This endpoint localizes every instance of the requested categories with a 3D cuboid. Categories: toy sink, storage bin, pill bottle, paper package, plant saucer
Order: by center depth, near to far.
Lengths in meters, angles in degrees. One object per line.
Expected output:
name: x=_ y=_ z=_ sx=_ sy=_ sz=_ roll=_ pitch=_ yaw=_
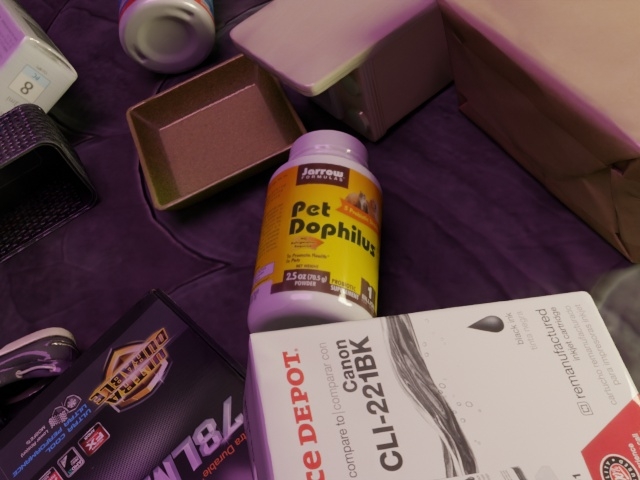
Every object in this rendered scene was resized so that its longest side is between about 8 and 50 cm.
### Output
paper package: x=0.327 y=-0.195 z=0.772 sx=0.325 sy=0.168 sz=0.309 roll=-33 pitch=52 yaw=-7
pill bottle: x=0.000 y=0.000 z=0.776 sx=0.117 sy=0.117 sz=0.214 roll=-5 pitch=55 yaw=16
toy sink: x=0.043 y=-0.215 z=0.908 sx=0.234 sy=0.131 sz=0.153 roll=-38 pitch=52 yaw=-16
storage bin: x=-0.374 y=-0.061 z=0.946 sx=0.180 sy=0.122 sz=0.084 roll=-33 pitch=52 yaw=-6
plant saucer: x=-0.121 y=-0.125 z=0.954 sx=0.188 sy=0.045 sz=0.188 roll=-26 pitch=51 yaw=0
pill bottle: x=-0.210 y=-0.342 z=1.089 sx=0.124 sy=0.124 sz=0.221 roll=-16 pitch=53 yaw=8

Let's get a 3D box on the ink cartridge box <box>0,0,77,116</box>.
ink cartridge box: x=-0.516 y=-0.154 z=1.082 sx=0.385 sy=0.091 sz=0.308 roll=-49 pitch=44 yaw=4

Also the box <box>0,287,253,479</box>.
box: x=-0.158 y=0.229 z=0.700 sx=0.295 sy=0.073 sz=0.293 roll=-44 pitch=53 yaw=-13

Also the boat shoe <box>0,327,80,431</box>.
boat shoe: x=-0.337 y=0.163 z=0.806 sx=0.206 sy=0.075 sz=0.065 roll=-29 pitch=48 yaw=-8

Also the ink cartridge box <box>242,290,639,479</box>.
ink cartridge box: x=0.090 y=0.159 z=0.582 sx=0.273 sy=0.114 sz=0.196 roll=-7 pitch=51 yaw=-10
